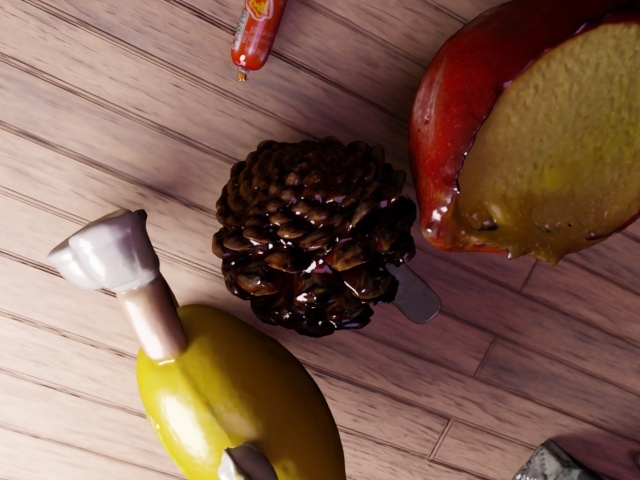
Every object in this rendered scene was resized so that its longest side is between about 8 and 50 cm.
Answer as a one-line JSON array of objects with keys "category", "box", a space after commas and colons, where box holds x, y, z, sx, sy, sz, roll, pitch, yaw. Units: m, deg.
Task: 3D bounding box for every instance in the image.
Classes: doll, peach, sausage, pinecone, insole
[{"category": "doll", "box": [-0.106, 0.136, 0.812, 0.161, 0.348, 0.423, -36, 76, -4]}, {"category": "peach", "box": [0.213, -0.117, 0.883, 0.361, 0.201, 0.258, -34, 122, -16]}, {"category": "sausage", "box": [-0.061, -0.234, 0.861, 0.050, 0.048, 0.146, 17, 104, -14]}, {"category": "pinecone", "box": [0.000, 0.000, 0.868, 0.221, 0.221, 0.222, -5, 108, -14]}, {"category": "insole", "box": [0.080, 0.034, 1.004, 0.064, 0.004, 0.188, -44, 112, 2]}]

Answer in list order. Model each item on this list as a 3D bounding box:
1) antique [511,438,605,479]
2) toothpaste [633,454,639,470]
[{"category": "antique", "box": [0.348, 0.353, 1.135, 0.183, 0.086, 0.088, 37, 93, -22]}, {"category": "toothpaste", "box": [0.506, 0.339, 1.208, 0.169, 0.028, 0.045, 28, 104, -25]}]
